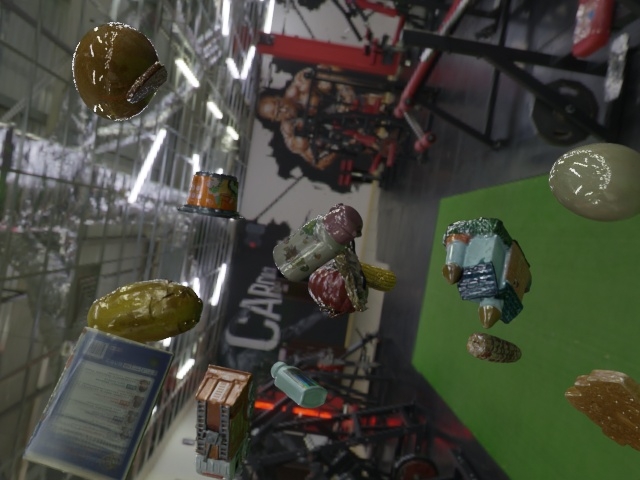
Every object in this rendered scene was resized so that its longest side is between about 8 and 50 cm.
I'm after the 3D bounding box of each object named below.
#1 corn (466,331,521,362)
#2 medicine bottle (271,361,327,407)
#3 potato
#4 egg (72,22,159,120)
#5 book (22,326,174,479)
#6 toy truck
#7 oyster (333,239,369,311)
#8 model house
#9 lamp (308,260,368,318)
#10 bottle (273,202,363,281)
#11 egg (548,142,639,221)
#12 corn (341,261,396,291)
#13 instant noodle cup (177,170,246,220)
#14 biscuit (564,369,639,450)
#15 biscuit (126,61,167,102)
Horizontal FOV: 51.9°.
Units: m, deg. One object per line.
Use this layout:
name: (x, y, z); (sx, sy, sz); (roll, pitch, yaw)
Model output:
corn: (0.495, 0.308, 1.858); (0.237, 0.080, 0.079); (19, -104, -47)
medicine bottle: (-0.088, 0.501, 2.304); (0.229, 0.121, 0.083); (25, 102, 49)
potato: (-0.465, 0.193, 1.760); (0.140, 0.301, 0.172); (148, 109, -85)
egg: (-0.611, -0.498, 1.977); (0.322, 0.250, 0.250); (119, 163, -54)
book: (-0.494, 0.370, 1.494); (0.018, 0.229, 0.322); (111, 177, -58)
toy truck: (-0.333, 0.631, 2.214); (0.207, 0.174, 0.387); (-64, -19, -62)
oyster: (0.081, 0.054, 1.902); (0.129, 0.079, 0.344); (40, -148, -50)
model house: (0.425, 0.115, 1.727); (0.253, 0.185, 0.291); (55, -143, -29)
lamp: (0.064, 0.184, 2.434); (0.227, 0.227, 0.226); (-171, 90, -88)
bottle: (0.000, 0.000, 1.739); (0.253, 0.120, 0.120); (-36, 24, 24)
egg: (0.661, -0.137, 1.545); (0.186, 0.242, 0.185); (13, -90, -84)
corn: (0.148, 0.109, 2.051); (0.072, 0.203, 0.072); (-41, 40, 46)
instant noodle cup: (-0.307, -0.132, 1.892); (0.177, 0.208, 0.125); (-34, -48, -88)
biscuit: (0.529, 0.293, 1.153); (0.041, 0.212, 0.238); (-41, -40, -17)
biscuit: (-0.429, -0.387, 1.621); (0.126, 0.025, 0.206); (-42, 10, -6)
